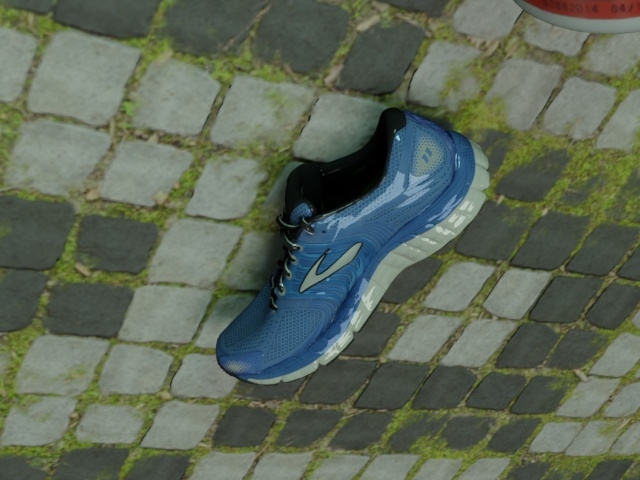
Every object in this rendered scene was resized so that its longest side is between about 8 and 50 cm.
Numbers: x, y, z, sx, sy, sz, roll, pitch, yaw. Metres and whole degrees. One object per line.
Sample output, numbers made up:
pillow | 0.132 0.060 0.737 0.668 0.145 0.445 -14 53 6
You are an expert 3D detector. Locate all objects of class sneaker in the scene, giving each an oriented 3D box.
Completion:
sneaker | 0.000 0.000 1.027 0.147 0.130 0.330 33 109 -28

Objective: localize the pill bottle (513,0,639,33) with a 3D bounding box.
pill bottle | 0.192 -0.336 0.711 0.210 0.210 0.363 -26 138 -1
